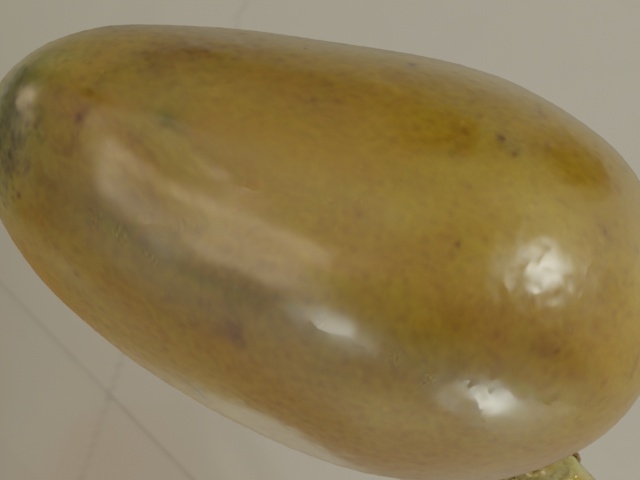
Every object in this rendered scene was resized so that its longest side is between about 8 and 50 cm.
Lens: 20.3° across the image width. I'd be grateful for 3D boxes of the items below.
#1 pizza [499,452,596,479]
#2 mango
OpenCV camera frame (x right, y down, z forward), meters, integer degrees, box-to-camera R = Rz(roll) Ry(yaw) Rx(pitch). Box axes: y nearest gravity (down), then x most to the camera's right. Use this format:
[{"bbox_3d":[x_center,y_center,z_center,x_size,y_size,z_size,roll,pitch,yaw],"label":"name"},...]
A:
[{"bbox_3d":[0.144,0.170,1.238,0.046,0.134,0.175,-62,174,-22],"label":"pizza"},{"bbox_3d":[0.000,0.000,0.956,0.378,0.264,0.221,20,76,-15],"label":"mango"}]
